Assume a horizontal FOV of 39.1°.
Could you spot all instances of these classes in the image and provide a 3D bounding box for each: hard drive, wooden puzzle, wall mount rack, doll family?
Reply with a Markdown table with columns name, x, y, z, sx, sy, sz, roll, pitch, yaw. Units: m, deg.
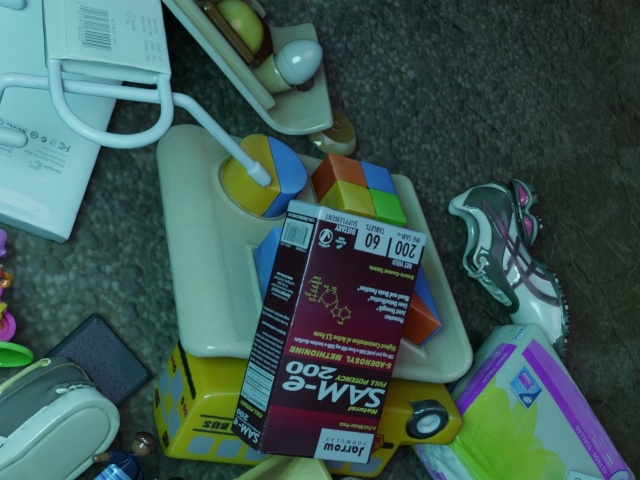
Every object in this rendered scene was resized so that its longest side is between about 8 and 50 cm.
| name | x | y | z | sx | sy | sz | roll | pitch | yaw |
| --- | --- | --- | --- | --- | --- | --- | --- | --- | --- |
| hard drive | -0.326 | -0.174 | 0.980 | 0.203 | 0.040 | 0.307 | 23 | 67 | -25 |
| hard drive | -0.257 | 0.155 | 0.954 | 0.094 | 0.022 | 0.135 | 51 | 59 | -11 |
| wooden puzzle | 0.000 | 0.000 | 1.038 | 0.348 | 0.080 | 0.322 | 8 | 48 | -28 |
| wall mount rack | -0.188 | -0.191 | 0.935 | 0.304 | 0.130 | 0.350 | 5 | 53 | -26 |
| doll family | -0.180 | 0.272 | 0.917 | 0.111 | 0.193 | 0.076 | -44 | 59 | -16 |

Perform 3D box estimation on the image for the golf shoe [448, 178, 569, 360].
| name | x | y | z | sx | sy | sz | roll | pitch | yaw |
| --- | --- | --- | --- | --- | --- | --- | --- | --- | --- |
| golf shoe | 0.261 | 0.051 | 1.261 | 0.120 | 0.105 | 0.272 | -11 | 78 | -17 |

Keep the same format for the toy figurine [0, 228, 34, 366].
| name | x | y | z | sx | sy | sz | roll | pitch | yaw |
| --- | --- | --- | --- | --- | --- | --- | --- | --- | --- |
| toy figurine | -0.355 | 0.030 | 0.872 | 0.173 | 0.130 | 0.159 | 11 | 64 | -22 |

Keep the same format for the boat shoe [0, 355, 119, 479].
| name | x | y | z | sx | sy | sz | roll | pitch | yaw |
| --- | --- | --- | --- | --- | --- | --- | --- | --- | --- |
| boat shoe | -0.345 | 0.231 | 0.836 | 0.324 | 0.097 | 0.116 | -38 | 140 | -16 |

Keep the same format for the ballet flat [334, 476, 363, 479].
| name | x | y | z | sx | sy | sz | roll | pitch | yaw |
| --- | --- | --- | --- | --- | --- | --- | --- | --- | --- |
| ballet flat | 0.009 | 0.334 | 1.026 | 0.349 | 0.123 | 0.123 | -12 | 85 | -32 |

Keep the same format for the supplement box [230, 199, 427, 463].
| name | x | y | z | sx | sy | sz | roll | pitch | yaw |
| --- | --- | --- | --- | --- | --- | --- | --- | --- | --- |
| supplement box | 0.009 | 0.091 | 0.889 | 0.130 | 0.073 | 0.239 | 13 | 92 | -29 |

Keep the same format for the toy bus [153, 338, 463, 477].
| name | x | y | z | sx | sy | sz | roll | pitch | yaw |
| --- | --- | --- | --- | --- | --- | --- | --- | --- | --- |
| toy bus | -0.008 | 0.188 | 1.022 | 0.333 | 0.130 | 0.108 | 13 | 28 | -28 |

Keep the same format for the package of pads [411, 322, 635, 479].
| name | x | y | z | sx | sy | sz | roll | pitch | yaw |
| --- | --- | --- | --- | --- | --- | --- | --- | --- | --- |
| package of pads | 0.270 | 0.293 | 1.184 | 0.229 | 0.101 | 0.296 | -44 | 106 | -31 |

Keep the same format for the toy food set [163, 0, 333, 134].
| name | x | y | z | sx | sy | sz | roll | pitch | yaw |
| --- | --- | --- | --- | --- | --- | --- | --- | --- | --- |
| toy food set | -0.085 | -0.285 | 1.015 | 0.306 | 0.092 | 0.219 | 49 | 23 | -41 |

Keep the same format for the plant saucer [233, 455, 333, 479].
| name | x | y | z | sx | sy | sz | roll | pitch | yaw |
| --- | --- | --- | --- | --- | --- | --- | --- | --- | --- |
| plant saucer | -0.048 | 0.387 | 0.806 | 0.333 | 0.081 | 0.332 | -14 | 77 | -60 |

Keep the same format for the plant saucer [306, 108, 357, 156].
| name | x | y | z | sx | sy | sz | roll | pitch | yaw |
| --- | --- | --- | --- | --- | --- | --- | --- | --- | --- |
| plant saucer | 0.016 | -0.147 | 1.177 | 0.083 | 0.015 | 0.083 | 18 | 49 | -22 |

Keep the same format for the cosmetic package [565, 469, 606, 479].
| name | x | y | z | sx | sy | sz | roll | pitch | yaw |
| --- | --- | --- | --- | --- | --- | --- | --- | --- | --- |
| cosmetic package | 0.385 | 0.504 | 1.143 | 0.377 | 0.097 | 0.284 | 42 | 68 | -36 |
